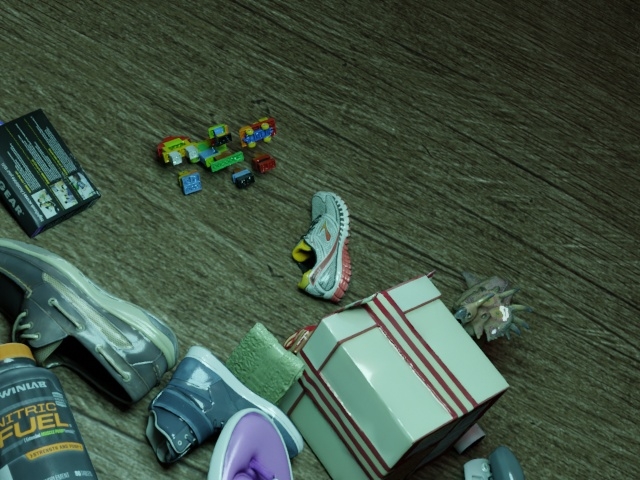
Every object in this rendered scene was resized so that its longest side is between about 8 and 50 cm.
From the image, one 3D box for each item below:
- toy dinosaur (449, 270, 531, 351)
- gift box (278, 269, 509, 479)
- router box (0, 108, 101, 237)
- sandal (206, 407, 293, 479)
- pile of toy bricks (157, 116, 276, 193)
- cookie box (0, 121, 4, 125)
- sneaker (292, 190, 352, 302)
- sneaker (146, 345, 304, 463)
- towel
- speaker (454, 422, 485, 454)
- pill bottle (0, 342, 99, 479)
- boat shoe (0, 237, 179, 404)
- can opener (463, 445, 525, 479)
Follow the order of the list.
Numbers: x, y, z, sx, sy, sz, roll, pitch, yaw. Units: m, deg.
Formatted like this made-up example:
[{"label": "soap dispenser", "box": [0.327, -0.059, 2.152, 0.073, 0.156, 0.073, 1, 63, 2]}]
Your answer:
[{"label": "toy dinosaur", "box": [0.280, 0.118, 1.811, 0.127, 0.200, 0.295, 28, 34, 0]}, {"label": "gift box", "box": [0.108, 0.201, 1.619, 0.255, 0.276, 0.258, -18, 61, -43]}, {"label": "router box", "box": [-0.459, -0.111, 1.711, 0.133, 0.046, 0.179, -34, 89, -43]}, {"label": "sandal", "box": [-0.071, 0.422, 1.401, 0.169, 0.102, 0.416, 37, 46, -44]}, {"label": "pile of toy bricks", "box": [-0.187, -0.160, 1.904, 0.212, 0.118, 0.105, -21, 35, -21]}, {"label": "cookie box", "box": [-0.562, -0.167, 1.740, 0.107, 0.040, 0.092, 37, 46, 6]}, {"label": "sneaker", "box": [0.000, 0.000, 1.858, 0.093, 0.088, 0.225, 12, 48, -17]}, {"label": "sneaker", "box": [-0.147, 0.283, 1.545, 0.226, 0.086, 0.163, 39, 52, -3]}, {"label": "towel", "box": [-0.090, 0.198, 1.598, 0.110, 0.148, 0.027, 42, 41, 11]}, {"label": "speaker", "box": [0.210, 0.284, 1.748, 0.055, 0.055, 0.136, -20, 63, -38]}, {"label": "pill bottle", "box": [-0.388, 0.257, 1.404, 0.130, 0.130, 0.245, -10, 58, -34]}, {"label": "boat shoe", "box": [-0.379, 0.116, 1.529, 0.355, 0.132, 0.130, 26, 52, 5]}, {"label": "can opener", "box": [0.274, 0.449, 1.610, 0.076, 0.095, 0.283, 12, 48, -17]}]
